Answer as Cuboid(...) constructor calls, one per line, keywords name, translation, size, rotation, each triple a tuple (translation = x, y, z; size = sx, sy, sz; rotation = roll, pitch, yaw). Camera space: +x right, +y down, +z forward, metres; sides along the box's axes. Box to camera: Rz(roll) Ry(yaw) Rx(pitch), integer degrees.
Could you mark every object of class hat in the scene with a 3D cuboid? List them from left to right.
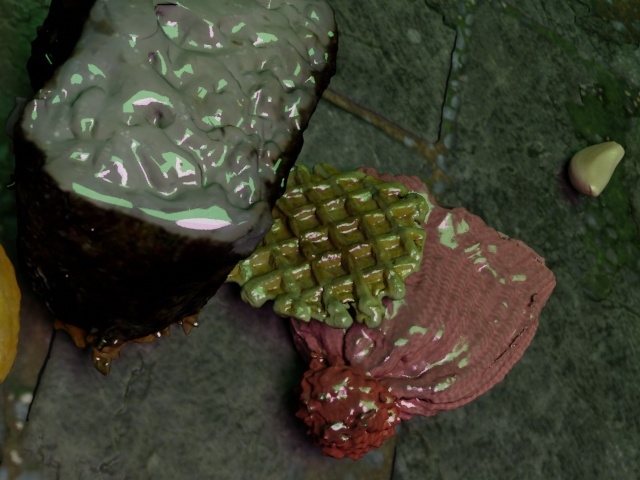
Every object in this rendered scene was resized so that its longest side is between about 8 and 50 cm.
Cuboid(name="hat", translation=(0.067, 0.075, 0.875), size=(0.236, 0.107, 0.286), rotation=(25, 55, 11))

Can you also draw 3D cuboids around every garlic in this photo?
Cuboid(name="garlic", translation=(0.316, -0.085, 1.123), size=(0.083, 0.053, 0.041), rotation=(-48, 120, -24))

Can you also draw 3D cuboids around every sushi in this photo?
Cuboid(name="sushi", translation=(-0.128, -0.094, 0.769), size=(0.234, 0.207, 0.349), rotation=(30, 51, -4))

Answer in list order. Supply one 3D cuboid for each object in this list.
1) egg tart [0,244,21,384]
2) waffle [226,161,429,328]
Cuboid(name="egg tart", translation=(-0.322, 0.047, 0.639), size=(0.241, 0.106, 0.241), rotation=(21, 56, -34))
Cuboid(name="waffle", translation=(0.000, 0.000, 0.848), size=(0.183, 0.036, 0.169), rotation=(12, 54, 17))
